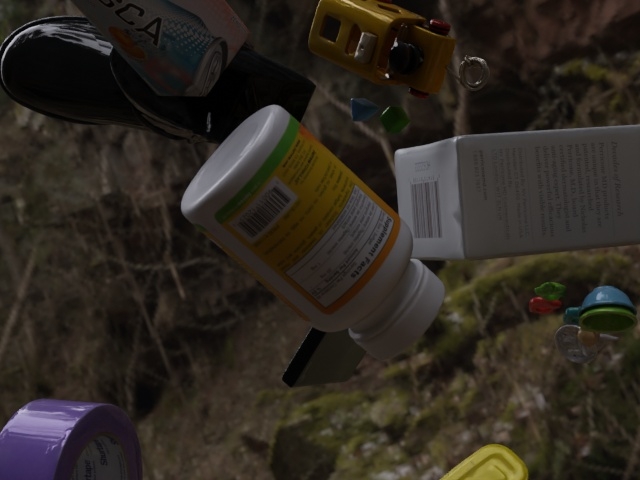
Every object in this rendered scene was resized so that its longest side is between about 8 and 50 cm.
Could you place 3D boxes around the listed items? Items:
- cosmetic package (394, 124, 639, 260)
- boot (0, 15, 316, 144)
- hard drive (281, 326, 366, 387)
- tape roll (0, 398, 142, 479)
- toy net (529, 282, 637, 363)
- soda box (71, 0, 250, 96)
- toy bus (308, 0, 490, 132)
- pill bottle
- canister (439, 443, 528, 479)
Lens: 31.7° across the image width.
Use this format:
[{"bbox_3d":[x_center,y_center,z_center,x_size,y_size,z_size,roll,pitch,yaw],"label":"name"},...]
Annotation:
[{"bbox_3d":[0.354,-0.069,1.546,0.453,0.162,0.230,-5,1,-18],"label":"cosmetic package"},{"bbox_3d":[-0.218,-0.186,1.329,0.366,0.146,0.445,8,8,-10],"label":"boot"},{"bbox_3d":[0.016,0.128,1.332,0.094,0.022,0.135,-59,-27,14],"label":"hard drive"},{"bbox_3d":[-0.264,0.261,1.171,0.080,0.189,0.189,1,-5,19],"label":"tape roll"},{"bbox_3d":[0.319,0.112,1.402,0.122,0.045,0.232,0,-25,8],"label":"toy net"},{"bbox_3d":[-0.129,-0.175,0.724,0.058,0.183,0.063,9,60,48],"label":"soda box"},{"bbox_3d":[0.080,-0.244,1.417,0.202,0.191,0.104,-26,-10,39],"label":"toy bus"},{"bbox_3d":[0.000,0.000,1.072,0.136,0.245,0.136,-42,18,17],"label":"pill bottle"},{"bbox_3d":[0.172,0.313,1.252,0.126,0.073,0.170,-33,-36,-20],"label":"canister"}]
